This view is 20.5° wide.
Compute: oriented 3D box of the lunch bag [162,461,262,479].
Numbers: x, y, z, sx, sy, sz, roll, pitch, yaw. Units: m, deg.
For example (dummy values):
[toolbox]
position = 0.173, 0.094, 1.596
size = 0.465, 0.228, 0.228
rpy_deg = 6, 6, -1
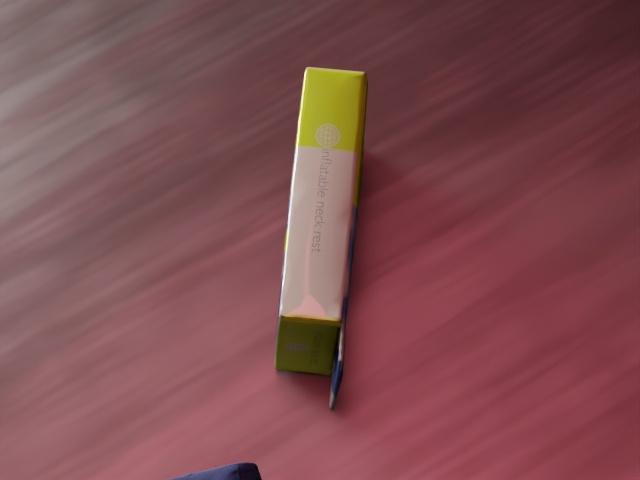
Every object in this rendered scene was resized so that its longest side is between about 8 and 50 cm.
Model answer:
[lunch bag]
position = -0.075, 0.173, 1.015
size = 0.098, 0.067, 0.065
rpy_deg = -13, 69, -2

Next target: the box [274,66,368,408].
[box]
position = 0.000, 0.000, 1.056
size = 0.042, 0.109, 0.178
rpy_deg = 6, 69, 0
